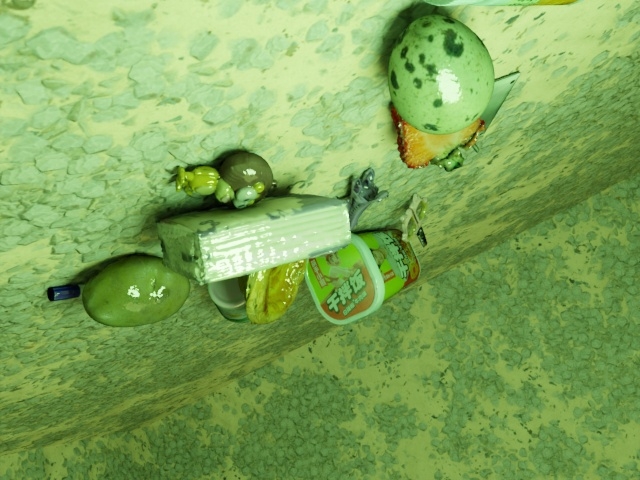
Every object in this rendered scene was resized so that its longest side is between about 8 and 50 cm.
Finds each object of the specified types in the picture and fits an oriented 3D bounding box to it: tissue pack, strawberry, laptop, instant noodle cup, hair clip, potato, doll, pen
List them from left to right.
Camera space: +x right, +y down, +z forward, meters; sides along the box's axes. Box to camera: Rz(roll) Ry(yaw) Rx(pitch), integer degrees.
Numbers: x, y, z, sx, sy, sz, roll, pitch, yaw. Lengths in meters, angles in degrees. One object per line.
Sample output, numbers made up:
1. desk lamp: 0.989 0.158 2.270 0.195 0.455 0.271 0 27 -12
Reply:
1. pen: -0.497 0.109 1.339 0.269 0.033 0.033 -5 153 -48
2. potato: -0.401 0.114 1.290 0.251 0.159 0.174 3 168 -39
3. doll: -0.175 -0.104 1.085 0.188 0.096 0.145 -13 156 -4
4. tissue pack: -0.141 -0.015 1.180 0.343 0.126 0.242 -13 -165 -32
5. hair clip: 0.100 -0.101 1.493 0.137 0.090 0.278 -32 175 -24
6. instant noodle cup: 0.151 0.094 1.834 0.307 0.294 0.294 -15 161 -50
7. strawberry: 0.238 -0.248 1.233 0.188 0.106 0.286 -37 147 18
8. laptop: 0.360 -0.297 1.386 0.187 0.015 0.269 -22 162 -12

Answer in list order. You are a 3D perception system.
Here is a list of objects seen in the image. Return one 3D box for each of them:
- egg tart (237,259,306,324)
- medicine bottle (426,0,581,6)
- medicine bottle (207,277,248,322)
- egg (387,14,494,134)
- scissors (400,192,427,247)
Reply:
1. egg tart: -0.132 0.075 1.490 0.295 0.116 0.295 -55 156 -38
2. medicine bottle: 0.276 -0.396 0.760 0.318 0.158 0.158 -16 160 -31
3. medicine bottle: -0.245 0.164 1.676 0.133 0.134 0.274 -23 163 -9
4. egg: 0.198 -0.280 0.961 0.177 0.177 0.228 -28 146 8
5. scissors: 0.319 -0.043 1.864 0.160 0.024 0.317 -60 152 -11
